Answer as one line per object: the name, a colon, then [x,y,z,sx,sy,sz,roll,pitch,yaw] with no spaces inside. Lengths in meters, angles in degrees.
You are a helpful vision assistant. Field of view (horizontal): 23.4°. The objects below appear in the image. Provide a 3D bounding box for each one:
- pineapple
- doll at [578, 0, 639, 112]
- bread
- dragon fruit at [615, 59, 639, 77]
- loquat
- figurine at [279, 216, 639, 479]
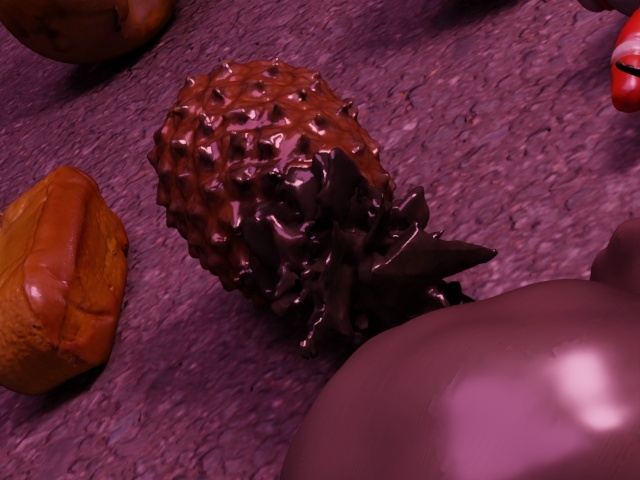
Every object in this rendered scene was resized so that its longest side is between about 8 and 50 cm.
pineapple: [0.000,0.000,0.980,0.169,0.169,0.340,-35,33,-2]
doll: [0.263,-0.172,1.029,0.199,0.105,0.336,-30,33,11]
bread: [-0.209,0.028,1.237,0.094,0.102,0.245,-34,23,16]
dragon fruit: [0.283,-0.128,0.769,0.274,0.193,0.192,15,23,4]
loquat: [-0.272,-0.315,1.760,0.244,0.244,0.244,-27,26,15]
figurine: [0.129,0.073,0.628,0.248,0.203,0.380,-4,37,53]
